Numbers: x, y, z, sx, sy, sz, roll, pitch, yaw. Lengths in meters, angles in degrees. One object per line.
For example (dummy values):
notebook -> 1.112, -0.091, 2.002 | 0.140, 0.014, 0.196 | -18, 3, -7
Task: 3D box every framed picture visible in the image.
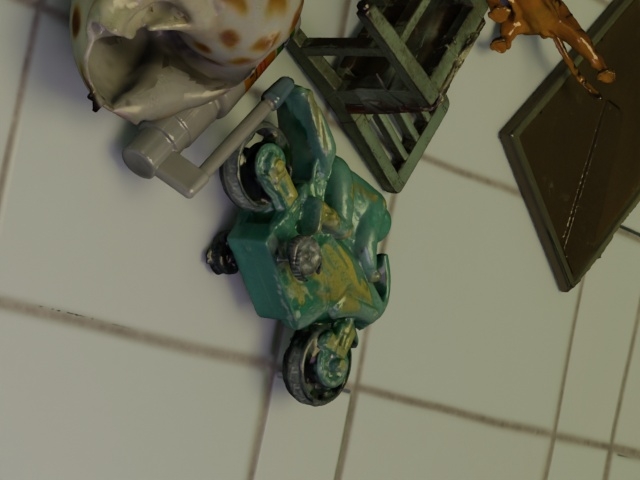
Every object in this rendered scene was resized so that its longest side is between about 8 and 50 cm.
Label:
framed picture -> 0.329, -0.124, 2.176 | 0.315, 0.024, 0.232 | -48, 128, -34

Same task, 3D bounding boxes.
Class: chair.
chair -> 0.086, -0.175, 1.803 | 0.270, 0.147, 0.136 | 53, 56, -36

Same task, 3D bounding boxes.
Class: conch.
conch -> -0.105, -0.210, 1.577 | 0.275, 0.149, 0.183 | -5, 142, -42

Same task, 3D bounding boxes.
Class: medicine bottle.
medicine bottle -> -0.087, -0.131, 1.660 | 0.221, 0.092, 0.061 | -52, 174, -30

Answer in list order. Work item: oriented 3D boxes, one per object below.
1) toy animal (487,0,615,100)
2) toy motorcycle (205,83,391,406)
toy animal -> 0.242, -0.244, 2.022 | 0.116, 0.114, 0.255 | -89, 157, -46
toy motorcycle -> -0.001, -0.002, 1.759 | 0.198, 0.109, 0.296 | -47, 128, -37
